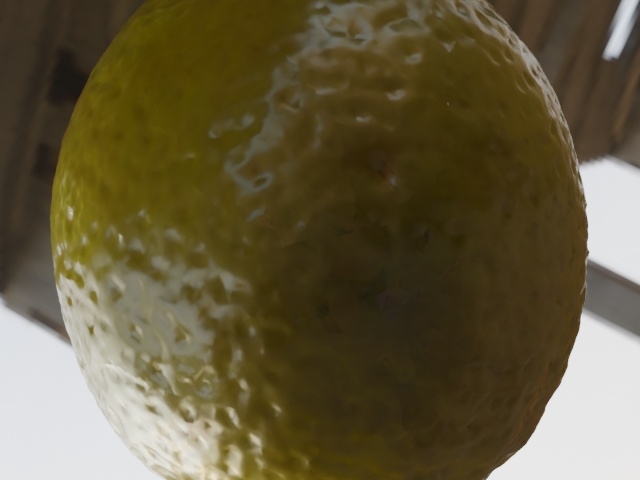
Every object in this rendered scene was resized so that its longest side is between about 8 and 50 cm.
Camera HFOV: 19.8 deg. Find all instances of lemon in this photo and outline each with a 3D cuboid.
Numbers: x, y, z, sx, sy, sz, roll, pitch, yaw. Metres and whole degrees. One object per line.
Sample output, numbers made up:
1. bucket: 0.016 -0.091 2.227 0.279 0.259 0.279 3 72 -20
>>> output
1. lemon: 0.000 -0.001 0.832 0.267 0.267 0.267 -46 -27 -32
